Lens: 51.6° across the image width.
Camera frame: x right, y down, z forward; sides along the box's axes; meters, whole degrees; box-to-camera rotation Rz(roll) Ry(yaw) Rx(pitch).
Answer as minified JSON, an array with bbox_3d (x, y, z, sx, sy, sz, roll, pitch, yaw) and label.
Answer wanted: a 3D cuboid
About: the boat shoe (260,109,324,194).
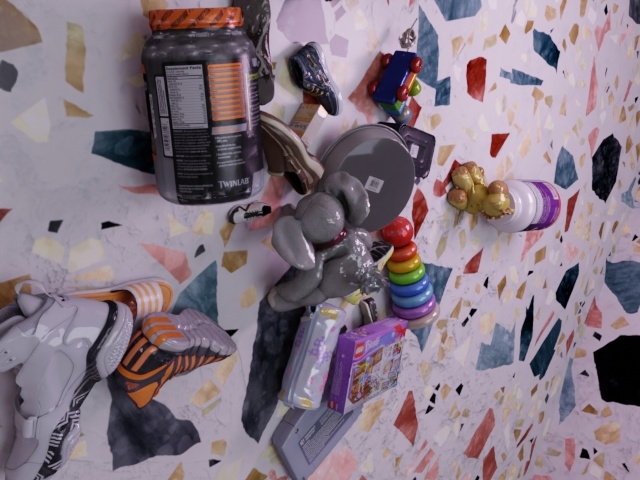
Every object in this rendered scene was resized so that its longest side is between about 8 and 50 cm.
[{"bbox_3d":[-0.081,-0.184,1.469,0.257,0.095,0.095,41,76,-46],"label":"boat shoe"}]

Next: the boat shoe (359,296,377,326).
[{"bbox_3d":[0.144,0.224,1.866,0.042,0.049,0.133,-25,114,-32],"label":"boat shoe"}]

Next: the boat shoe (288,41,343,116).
[{"bbox_3d":[-0.015,-0.355,1.518,0.083,0.065,0.183,-42,122,-30],"label":"boat shoe"}]

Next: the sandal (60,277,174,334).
[{"bbox_3d":[-0.376,0.137,1.242,0.265,0.076,0.102,-7,106,-47],"label":"sandal"}]

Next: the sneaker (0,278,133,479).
[{"bbox_3d":[-0.489,0.239,1.111,0.210,0.137,0.366,29,91,-34],"label":"sneaker"}]

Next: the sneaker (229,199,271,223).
[{"bbox_3d":[-0.154,-0.063,1.458,0.109,0.043,0.040,-26,122,-39],"label":"sneaker"}]

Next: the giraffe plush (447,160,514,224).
[{"bbox_3d":[0.518,-0.136,2.086,0.181,0.170,0.210,-26,119,-41],"label":"giraffe plush"}]

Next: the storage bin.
[{"bbox_3d":[0.225,-0.245,1.796,0.180,0.084,0.122,8,95,-50],"label":"storage bin"}]

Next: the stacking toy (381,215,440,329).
[{"bbox_3d":[0.244,0.086,1.886,0.141,0.141,0.331,-36,121,-36],"label":"stacking toy"}]

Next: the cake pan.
[{"bbox_3d":[0.120,-0.144,1.658,0.293,0.054,0.293,-14,119,-25],"label":"cake pan"}]

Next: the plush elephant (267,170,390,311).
[{"bbox_3d":[0.000,0.000,1.500,0.271,0.330,0.256,-32,104,-27],"label":"plush elephant"}]

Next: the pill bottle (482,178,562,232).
[{"bbox_3d":[0.686,-0.119,2.271,0.322,0.181,0.182,-5,104,-47],"label":"pill bottle"}]

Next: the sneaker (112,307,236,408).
[{"bbox_3d":[-0.305,0.238,1.335,0.180,0.124,0.321,-49,156,7],"label":"sneaker"}]

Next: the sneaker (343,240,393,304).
[{"bbox_3d":[0.127,0.088,1.792,0.208,0.081,0.094,-46,132,-15],"label":"sneaker"}]

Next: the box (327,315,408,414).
[{"bbox_3d":[0.133,0.329,1.795,0.293,0.057,0.201,-7,110,-55],"label":"box"}]

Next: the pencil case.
[{"bbox_3d":[-0.022,0.281,1.644,0.124,0.113,0.273,9,97,-78],"label":"pencil case"}]

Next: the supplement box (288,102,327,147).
[{"bbox_3d":[-0.035,-0.265,1.517,0.036,0.062,0.099,44,67,-46],"label":"supplement box"}]

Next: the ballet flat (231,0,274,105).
[{"bbox_3d":[-0.136,-0.407,1.376,0.084,0.058,0.250,-10,107,-9],"label":"ballet flat"}]

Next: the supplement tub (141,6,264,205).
[{"bbox_3d":[-0.214,-0.247,1.215,0.207,0.207,0.338,-20,115,-43],"label":"supplement tub"}]

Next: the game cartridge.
[{"bbox_3d":[-0.002,0.483,1.778,0.297,0.062,0.198,-43,125,-32],"label":"game cartridge"}]

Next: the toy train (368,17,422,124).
[{"bbox_3d":[0.231,-0.439,1.743,0.248,0.105,0.143,-64,148,-13],"label":"toy train"}]
